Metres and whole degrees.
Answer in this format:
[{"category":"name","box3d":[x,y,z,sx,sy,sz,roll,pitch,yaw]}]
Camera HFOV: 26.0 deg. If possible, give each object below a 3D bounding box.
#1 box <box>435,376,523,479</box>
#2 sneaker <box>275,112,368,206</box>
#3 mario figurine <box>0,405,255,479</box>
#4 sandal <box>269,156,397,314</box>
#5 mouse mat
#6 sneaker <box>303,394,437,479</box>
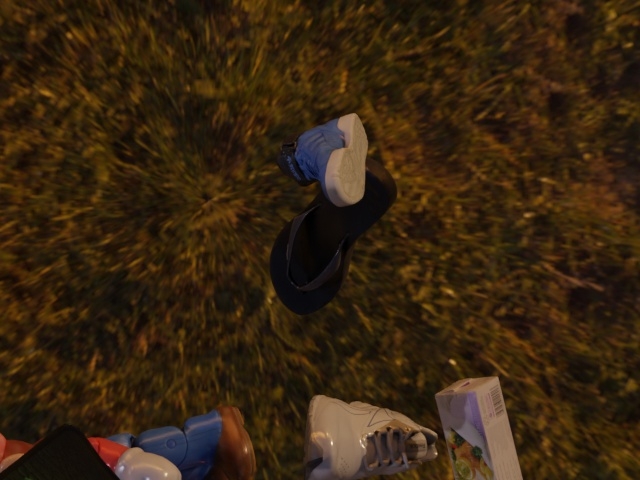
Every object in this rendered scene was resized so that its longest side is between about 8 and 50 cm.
[{"category":"box","box3d":[0.218,0.332,1.728,0.063,0.067,0.324,-11,96,38]},{"category":"sneaker","box3d":[-0.003,-0.071,1.372,0.085,0.152,0.058,-17,120,17]},{"category":"mario figurine","box3d":[-0.226,0.265,1.358,0.321,0.170,0.198,-9,124,-20]},{"category":"sandal","box3d":[0.000,-0.001,1.599,0.097,0.254,0.054,38,45,8]},{"category":"mouse mat","box3d":[-0.149,0.224,0.937,0.189,0.007,0.152,51,129,0]},{"category":"sneaker","box3d":[0.063,0.254,1.774,0.129,0.297,0.111,4,91,22]}]
